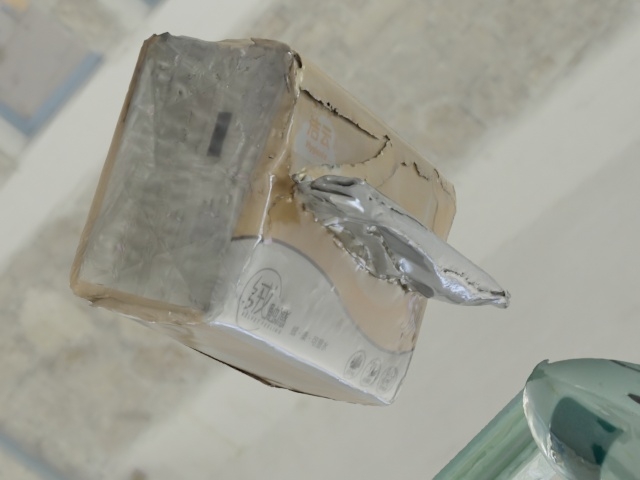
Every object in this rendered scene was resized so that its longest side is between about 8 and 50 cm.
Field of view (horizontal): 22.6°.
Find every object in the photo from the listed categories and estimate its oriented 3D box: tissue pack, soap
[{"bbox_3d":[0.000,0.000,1.218,0.239,0.305,0.238,-9,-111,24],"label":"tissue pack"},{"bbox_3d":[0.176,0.219,1.537,0.198,0.114,0.063,-46,-115,3],"label":"soap"}]

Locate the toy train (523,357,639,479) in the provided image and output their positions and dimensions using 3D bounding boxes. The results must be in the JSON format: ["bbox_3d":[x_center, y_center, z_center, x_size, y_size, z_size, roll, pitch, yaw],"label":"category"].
[{"bbox_3d":[0.299,0.159,0.874,0.088,0.407,0.086,-56,156,-51],"label":"toy train"}]
